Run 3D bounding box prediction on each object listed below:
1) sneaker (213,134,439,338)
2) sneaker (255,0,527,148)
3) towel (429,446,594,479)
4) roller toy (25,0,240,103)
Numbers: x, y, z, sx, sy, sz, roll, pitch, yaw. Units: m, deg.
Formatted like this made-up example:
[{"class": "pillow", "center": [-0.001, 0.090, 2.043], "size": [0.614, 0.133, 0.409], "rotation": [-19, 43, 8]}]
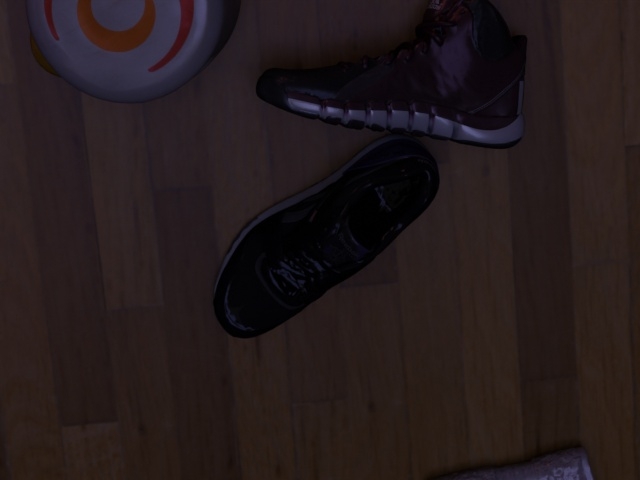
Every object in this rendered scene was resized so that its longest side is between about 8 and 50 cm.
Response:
[{"class": "sneaker", "center": [0.000, 0.000, 1.674], "size": [0.283, 0.124, 0.107], "rotation": [-42, 102, 7]}, {"class": "sneaker", "center": [0.080, -0.190, 1.654], "size": [0.281, 0.106, 0.162], "rotation": [7, 98, -16]}, {"class": "towel", "center": [0.227, 0.377, 1.819], "size": [0.187, 0.049, 0.282], "rotation": [-12, 104, -1]}, {"class": "roller toy", "center": [-0.179, -0.235, 1.595], "size": [0.191, 0.146, 0.209], "rotation": [20, 108, 1]}]
